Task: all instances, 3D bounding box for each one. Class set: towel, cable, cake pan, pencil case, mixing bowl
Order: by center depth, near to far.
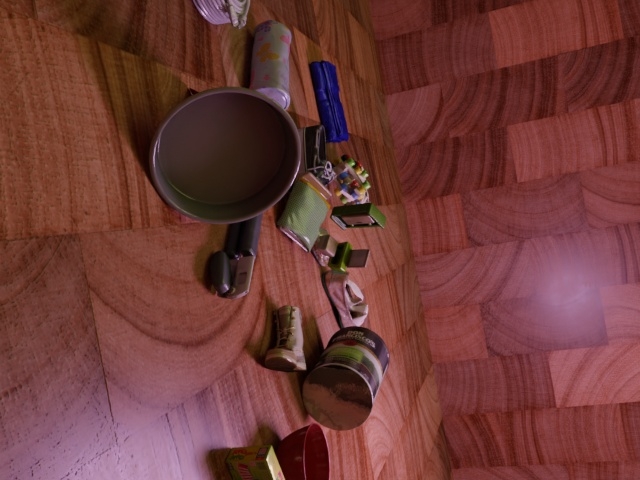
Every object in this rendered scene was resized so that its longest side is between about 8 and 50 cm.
[{"bbox_3d":[-0.185,-0.168,1.221,0.054,0.293,0.293,-117,-178,-51],"label":"cake pan"},{"bbox_3d":[-0.052,0.536,1.507,0.181,0.098,0.181,-10,90,-73],"label":"mixing bowl"},{"bbox_3d":[-0.256,-0.665,1.542,0.257,0.089,0.257,-80,153,-49],"label":"cable"},{"bbox_3d":[-0.139,-0.486,1.765,0.124,0.114,0.272,68,19,-62],"label":"pencil case"},{"bbox_3d":[0.048,-0.536,2.428,0.228,0.076,0.307,-28,108,-71],"label":"towel"}]

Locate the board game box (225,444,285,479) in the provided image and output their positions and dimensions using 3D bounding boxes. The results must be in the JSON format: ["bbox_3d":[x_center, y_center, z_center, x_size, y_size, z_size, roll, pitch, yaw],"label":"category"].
[{"bbox_3d":[-0.122,0.514,1.311,0.043,0.092,0.181,-63,140,-61],"label":"board game box"}]

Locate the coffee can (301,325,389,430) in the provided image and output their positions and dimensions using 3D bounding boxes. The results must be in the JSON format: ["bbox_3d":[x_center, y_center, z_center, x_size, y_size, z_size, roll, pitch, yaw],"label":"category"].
[{"bbox_3d":[0.081,0.394,1.822,0.275,0.202,0.201,-45,123,-69],"label":"coffee can"}]

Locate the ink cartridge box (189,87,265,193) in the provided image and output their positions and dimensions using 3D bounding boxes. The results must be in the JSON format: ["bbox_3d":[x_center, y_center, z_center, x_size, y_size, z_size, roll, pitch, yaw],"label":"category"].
[{"bbox_3d":[-0.210,-0.219,1.358,0.066,0.232,0.189,-42,133,-21],"label":"ink cartridge box"}]

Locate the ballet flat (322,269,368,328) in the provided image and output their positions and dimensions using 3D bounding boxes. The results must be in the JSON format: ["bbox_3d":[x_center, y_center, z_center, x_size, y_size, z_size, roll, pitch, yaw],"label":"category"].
[{"bbox_3d":[0.102,0.223,2.137,0.107,0.106,0.315,-81,155,-45],"label":"ballet flat"}]

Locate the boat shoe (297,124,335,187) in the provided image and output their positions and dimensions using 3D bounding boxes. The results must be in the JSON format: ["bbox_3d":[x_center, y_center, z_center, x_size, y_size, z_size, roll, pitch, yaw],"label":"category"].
[{"bbox_3d":[-0.007,-0.229,2.042,0.113,0.105,0.306,35,48,-66],"label":"boat shoe"}]

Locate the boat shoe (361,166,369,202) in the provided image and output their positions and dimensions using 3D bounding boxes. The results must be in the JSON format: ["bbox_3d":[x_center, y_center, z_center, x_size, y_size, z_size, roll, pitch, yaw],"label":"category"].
[{"bbox_3d":[0.153,-0.220,2.645,0.065,0.075,0.205,-19,110,-29],"label":"boat shoe"}]

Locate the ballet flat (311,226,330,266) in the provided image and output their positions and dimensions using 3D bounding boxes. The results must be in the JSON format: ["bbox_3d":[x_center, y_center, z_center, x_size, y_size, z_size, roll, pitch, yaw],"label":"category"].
[{"bbox_3d":[0.000,0.000,1.991,0.241,0.077,0.091,55,31,-52],"label":"ballet flat"}]

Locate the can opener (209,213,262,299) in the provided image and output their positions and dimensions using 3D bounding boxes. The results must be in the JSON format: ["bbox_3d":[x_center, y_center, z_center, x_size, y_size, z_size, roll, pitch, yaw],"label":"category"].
[{"bbox_3d":[-0.188,0.007,1.411,0.095,0.076,0.283,63,24,-45],"label":"can opener"}]

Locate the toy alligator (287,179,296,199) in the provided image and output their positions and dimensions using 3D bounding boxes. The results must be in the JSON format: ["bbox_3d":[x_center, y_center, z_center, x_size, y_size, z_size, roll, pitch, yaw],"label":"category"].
[{"bbox_3d":[-0.085,-0.181,1.877,0.051,0.056,0.189,10,-63,64],"label":"toy alligator"}]

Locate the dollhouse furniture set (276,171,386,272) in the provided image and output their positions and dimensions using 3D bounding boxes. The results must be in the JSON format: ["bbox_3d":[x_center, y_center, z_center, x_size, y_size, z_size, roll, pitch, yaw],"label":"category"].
[{"bbox_3d":[0.039,-0.053,1.847,0.301,0.151,0.197,41,58,-44],"label":"dollhouse furniture set"}]

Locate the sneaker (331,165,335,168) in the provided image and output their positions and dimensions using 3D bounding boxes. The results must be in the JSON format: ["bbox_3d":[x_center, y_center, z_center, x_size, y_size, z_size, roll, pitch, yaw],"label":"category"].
[{"bbox_3d":[0.022,-0.248,2.203,0.098,0.069,0.038,33,50,-66],"label":"sneaker"}]

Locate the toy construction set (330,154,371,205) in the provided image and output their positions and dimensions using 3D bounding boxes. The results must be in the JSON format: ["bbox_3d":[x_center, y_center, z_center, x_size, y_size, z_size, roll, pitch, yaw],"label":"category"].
[{"bbox_3d":[0.125,-0.206,2.367,0.215,0.151,0.327,60,3,19],"label":"toy construction set"}]

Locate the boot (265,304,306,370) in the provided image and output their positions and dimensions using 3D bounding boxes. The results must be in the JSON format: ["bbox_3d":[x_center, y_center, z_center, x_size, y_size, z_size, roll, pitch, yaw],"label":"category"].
[{"bbox_3d":[-0.090,0.244,1.584,0.213,0.077,0.164,48,37,-68],"label":"boot"}]
